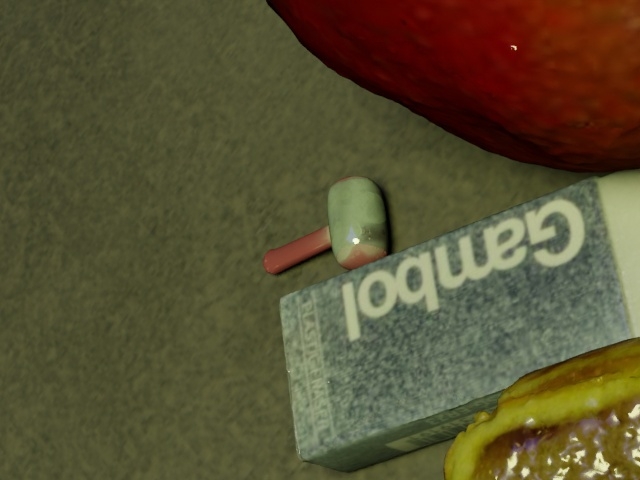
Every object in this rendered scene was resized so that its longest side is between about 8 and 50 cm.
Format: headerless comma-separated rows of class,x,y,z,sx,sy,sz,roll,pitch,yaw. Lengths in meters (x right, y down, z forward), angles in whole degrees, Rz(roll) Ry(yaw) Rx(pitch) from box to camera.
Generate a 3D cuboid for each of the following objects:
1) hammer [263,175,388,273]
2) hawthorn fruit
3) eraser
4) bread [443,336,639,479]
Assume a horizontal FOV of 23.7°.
hammer,0.000,0.000,0.824,0.083,0.031,0.053,-25,55,33
hawthorn fruit,0.093,-0.162,0.689,0.307,0.265,0.265,4,73,59
eraser,0.081,0.041,0.736,0.212,0.046,0.092,-21,62,27
bread,0.168,0.116,0.602,0.222,0.096,0.181,-23,69,26
